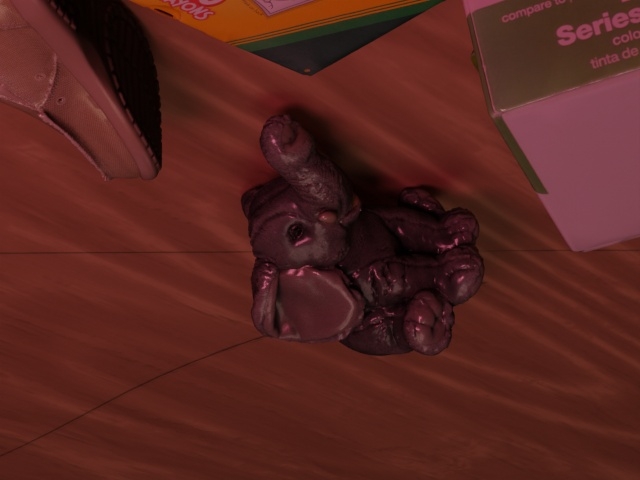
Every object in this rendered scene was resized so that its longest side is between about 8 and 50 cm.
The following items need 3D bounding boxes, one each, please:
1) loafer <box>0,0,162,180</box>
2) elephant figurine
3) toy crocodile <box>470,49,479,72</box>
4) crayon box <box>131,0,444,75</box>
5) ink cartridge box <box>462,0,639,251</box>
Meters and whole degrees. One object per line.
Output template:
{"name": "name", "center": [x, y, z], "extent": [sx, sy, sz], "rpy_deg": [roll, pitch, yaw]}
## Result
{"name": "loafer", "center": [-0.183, -0.126, 1.330], "extent": [0.092, 0.102, 0.268], "rpy_deg": [-12, 145, 14]}
{"name": "elephant figurine", "center": [0.000, 0.000, 1.616], "extent": [0.239, 0.186, 0.169], "rpy_deg": [20, -172, -27]}
{"name": "toy crocodile", "center": [0.172, -0.134, 1.405], "extent": [0.115, 0.105, 0.340], "rpy_deg": [-51, 149, -4]}
{"name": "crayon box", "center": [-0.046, -0.206, 1.203], "extent": [0.165, 0.081, 0.278], "rpy_deg": [-27, 149, 36]}
{"name": "ink cartridge box", "center": [0.146, -0.164, 1.115], "extent": [0.117, 0.278, 0.201], "rpy_deg": [-17, 154, 14]}
